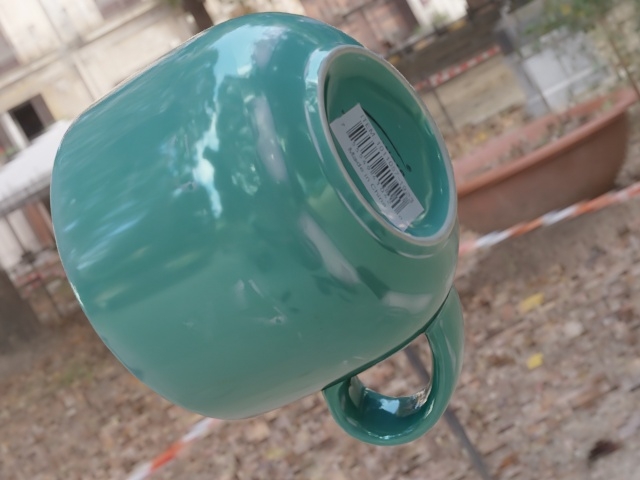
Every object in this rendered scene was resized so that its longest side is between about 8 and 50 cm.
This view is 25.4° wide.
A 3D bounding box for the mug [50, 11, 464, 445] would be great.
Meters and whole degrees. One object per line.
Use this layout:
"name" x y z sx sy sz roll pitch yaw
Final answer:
"mug" -0.004 -0.009 0.501 0.097 0.129 0.158 -28 -35 33
